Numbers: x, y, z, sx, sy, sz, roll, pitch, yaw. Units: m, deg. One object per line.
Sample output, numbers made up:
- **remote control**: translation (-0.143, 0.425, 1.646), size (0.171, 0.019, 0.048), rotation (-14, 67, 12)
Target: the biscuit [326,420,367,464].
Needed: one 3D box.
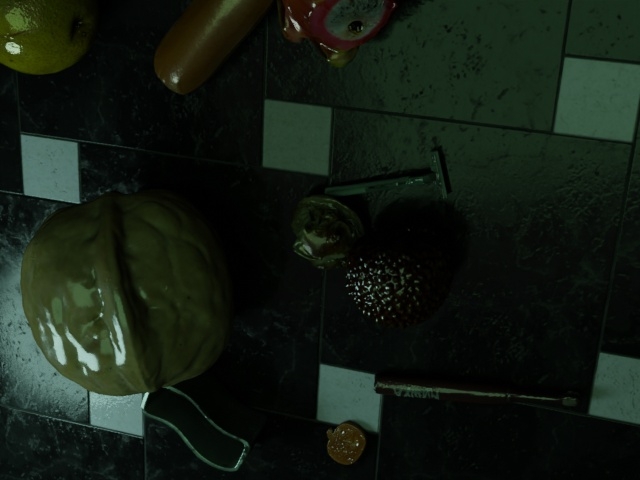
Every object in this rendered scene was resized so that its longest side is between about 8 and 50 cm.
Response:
- **biscuit**: translation (0.046, 0.379, 1.876), size (0.078, 0.015, 0.091), rotation (34, 116, 6)

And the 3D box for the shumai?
- **shumai**: translation (-0.001, -0.004, 1.688), size (0.146, 0.116, 0.145), rotation (10, 123, 16)

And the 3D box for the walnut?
- **walnut**: translation (-0.329, 0.093, 1.728), size (0.381, 0.381, 0.381), rotation (6, 112, 16)

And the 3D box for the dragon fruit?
- **dragon fruit**: translation (0.022, -0.398, 1.486), size (0.224, 0.227, 0.224), rotation (-6, 138, -6)

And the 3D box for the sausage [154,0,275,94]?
- **sausage**: translation (-0.171, -0.352, 1.627), size (0.105, 0.105, 0.274), rotation (45, 117, -2)

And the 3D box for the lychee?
- **lychee**: translation (0.130, 0.060, 1.641), size (0.188, 0.188, 0.188), rotation (6, 112, 16)

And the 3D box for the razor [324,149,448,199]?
- **razor**: translation (0.103, -0.093, 1.668), size (0.211, 0.036, 0.084), rotation (-9, 105, 21)

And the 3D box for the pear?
- **pear**: translation (-0.467, -0.379, 1.663), size (0.209, 0.209, 0.208), rotation (6, 112, 16)

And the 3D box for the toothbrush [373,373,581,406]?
- **toothbrush**: translation (0.269, 0.264, 1.745), size (0.364, 0.041, 0.040), rotation (2, 110, 18)

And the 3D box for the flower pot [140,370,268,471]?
- **flower pot**: translation (-0.220, 0.330, 1.897), size (0.229, 0.108, 0.103), rotation (38, 117, 3)
